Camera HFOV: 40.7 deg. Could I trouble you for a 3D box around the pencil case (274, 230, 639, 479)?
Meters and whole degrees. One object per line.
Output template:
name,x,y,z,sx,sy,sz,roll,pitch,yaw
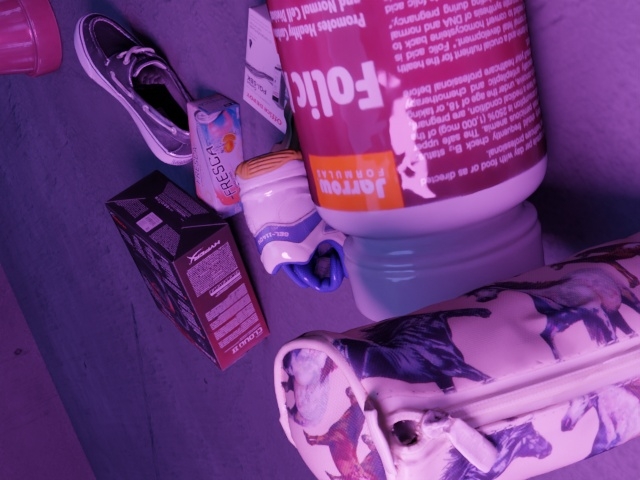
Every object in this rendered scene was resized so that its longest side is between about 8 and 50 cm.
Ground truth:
pencil case,0.181,0.092,0.648,0.183,0.410,0.160,-172,68,-68

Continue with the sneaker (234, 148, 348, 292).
sneaker,0.000,0.000,0.957,0.111,0.296,0.131,-18,74,25

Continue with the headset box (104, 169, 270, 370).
headset box,-0.212,0.060,1.423,0.218,0.110,0.293,35,152,41

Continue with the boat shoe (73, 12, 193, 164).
boat shoe,-0.286,-0.261,1.371,0.301,0.108,0.102,55,147,12

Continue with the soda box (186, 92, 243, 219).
soda box,-0.156,-0.125,1.312,0.063,0.058,0.183,33,137,42

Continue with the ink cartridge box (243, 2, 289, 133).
ink cartridge box,-0.045,-0.217,1.085,0.099,0.056,0.135,42,141,32

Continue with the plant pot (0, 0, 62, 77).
plant pot,-0.647,-0.414,1.736,0.201,0.180,0.201,34,137,39

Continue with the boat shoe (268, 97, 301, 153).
boat shoe,0.017,-0.118,1.026,0.104,0.110,0.307,54,157,11

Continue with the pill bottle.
pill bottle,0.082,-0.137,0.786,0.224,0.224,0.392,10,119,53
